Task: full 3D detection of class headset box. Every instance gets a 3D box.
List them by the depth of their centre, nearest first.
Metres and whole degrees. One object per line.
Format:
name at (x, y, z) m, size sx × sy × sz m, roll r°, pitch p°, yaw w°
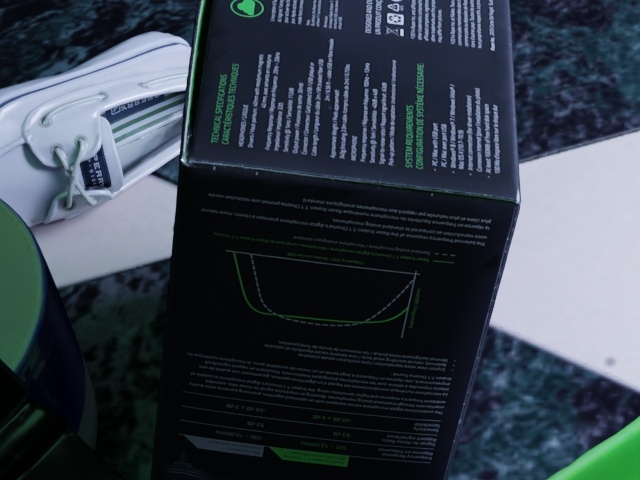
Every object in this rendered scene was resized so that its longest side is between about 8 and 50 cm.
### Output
headset box at (0.000, 0.000, 0.838) m, size 0.131 × 0.283 × 0.246 m, roll 7°, pitch 43°, yaw -2°

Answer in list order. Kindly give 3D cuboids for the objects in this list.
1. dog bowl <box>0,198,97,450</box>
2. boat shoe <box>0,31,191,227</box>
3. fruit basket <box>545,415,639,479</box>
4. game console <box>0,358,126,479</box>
dog bowl at (-0.254, 0.082, 0.925) m, size 0.264 × 0.104 × 0.265 m, roll -7°, pitch 41°, yaw 6°
boat shoe at (-0.146, -0.057, 1.073) m, size 0.075 × 0.083 × 0.226 m, roll 28°, pitch 53°, yaw 37°
fruit basket at (0.132, 0.157, 0.557) m, size 0.392 × 0.392 × 0.283 m, roll -30°, pitch 44°, yaw -21°
game console at (-0.220, 0.162, 0.716) m, size 0.293 × 0.173 × 0.250 m, roll -46°, pitch 45°, yaw -9°
